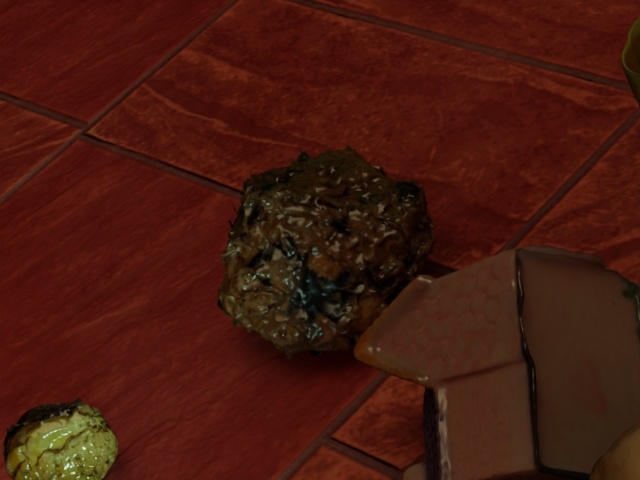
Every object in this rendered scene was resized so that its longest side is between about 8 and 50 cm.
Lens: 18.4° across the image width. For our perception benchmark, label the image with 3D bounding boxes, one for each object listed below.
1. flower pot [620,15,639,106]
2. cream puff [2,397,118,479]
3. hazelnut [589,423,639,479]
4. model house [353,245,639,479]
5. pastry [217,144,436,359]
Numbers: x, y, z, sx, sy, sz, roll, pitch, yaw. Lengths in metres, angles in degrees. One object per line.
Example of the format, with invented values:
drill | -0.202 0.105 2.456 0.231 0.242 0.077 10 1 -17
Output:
flower pot | 0.450 -0.162 2.208 0.195 0.179 0.195 -15 36 12
cream puff | -0.283 0.234 2.172 0.133 0.119 0.104 -19 58 25
hazelnut | 0.345 0.261 1.739 0.241 0.261 0.261 19 48 4
model house | 0.187 0.153 1.980 0.237 0.202 0.237 -20 68 43
pastry | 0.000 0.000 2.239 0.274 0.193 0.275 -14 36 11
